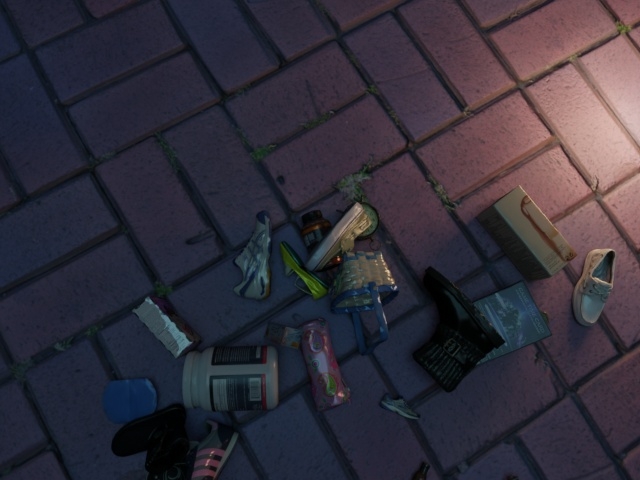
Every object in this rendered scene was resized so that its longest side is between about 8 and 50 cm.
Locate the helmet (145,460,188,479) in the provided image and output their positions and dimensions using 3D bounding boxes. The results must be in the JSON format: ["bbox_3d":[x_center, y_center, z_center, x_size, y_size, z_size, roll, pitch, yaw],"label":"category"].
[{"bbox_3d":[-0.442,0.739,1.394,0.169,0.169,0.161,-2,67,-4],"label":"helmet"}]

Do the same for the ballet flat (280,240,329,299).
[{"bbox_3d":[-0.072,0.106,1.582,0.077,0.077,0.231,-45,86,7],"label":"ballet flat"}]

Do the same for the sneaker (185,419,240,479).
[{"bbox_3d":[-0.353,0.655,1.366,0.131,0.319,0.112,31,117,3],"label":"sneaker"}]

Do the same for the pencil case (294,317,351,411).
[{"bbox_3d":[0.005,0.390,1.502,0.124,0.124,0.284,-17,80,-6],"label":"pencil case"}]

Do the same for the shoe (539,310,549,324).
[{"bbox_3d":[0.648,0.289,1.592,0.219,0.058,0.076,-18,85,9],"label":"shoe"}]

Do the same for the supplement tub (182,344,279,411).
[{"bbox_3d":[-0.264,0.418,1.448,0.272,0.191,0.191,-1,79,-3],"label":"supplement tub"}]

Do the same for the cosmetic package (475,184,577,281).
[{"bbox_3d":[0.689,-0.019,1.608,0.129,0.153,0.296,-37,85,-11],"label":"cosmetic package"}]

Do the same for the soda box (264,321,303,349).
[{"bbox_3d":[-0.117,0.293,1.481,0.063,0.183,0.058,20,79,-21],"label":"soda box"}]

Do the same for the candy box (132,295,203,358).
[{"bbox_3d":[-0.468,0.267,1.478,0.196,0.165,0.070,45,81,5],"label":"candy box"}]

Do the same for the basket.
[{"bbox_3d":[0.135,0.197,1.490,0.201,0.255,0.289,-8,65,-16],"label":"basket"}]

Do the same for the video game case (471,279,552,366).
[{"bbox_3d":[0.579,0.275,1.561,0.274,0.026,0.196,-26,77,9],"label":"video game case"}]

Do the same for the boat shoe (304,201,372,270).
[{"bbox_3d":[0.066,-0.003,1.496,0.094,0.109,0.302,43,60,-4],"label":"boat shoe"}]

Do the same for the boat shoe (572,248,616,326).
[{"bbox_3d":[0.936,0.154,1.615,0.098,0.096,0.277,18,79,0],"label":"boat shoe"}]

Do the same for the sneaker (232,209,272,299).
[{"bbox_3d":[-0.223,0.043,1.563,0.131,0.112,0.296,3,78,-2],"label":"sneaker"}]

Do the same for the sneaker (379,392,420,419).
[{"bbox_3d":[0.261,0.532,1.529,0.135,0.052,0.058,23,75,1],"label":"sneaker"}]

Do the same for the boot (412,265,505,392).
[{"bbox_3d":[0.384,0.282,1.531,0.260,0.131,0.348,-41,75,6],"label":"boot"}]

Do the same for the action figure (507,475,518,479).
[{"bbox_3d":[0.610,0.920,1.417,0.330,0.178,0.341,-30,80,1],"label":"action figure"}]

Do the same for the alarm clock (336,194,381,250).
[{"bbox_3d":[0.146,-0.048,1.625,0.129,0.064,0.192,-30,80,-8],"label":"alarm clock"}]

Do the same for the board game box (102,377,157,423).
[{"bbox_3d":[-0.594,0.500,1.495,0.168,0.033,0.133,-4,87,-2],"label":"board game box"}]

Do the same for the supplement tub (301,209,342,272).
[{"bbox_3d":[0.000,0.000,1.586,0.106,0.106,0.198,-18,81,-6],"label":"supplement tub"}]

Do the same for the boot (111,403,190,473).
[{"bbox_3d":[-0.501,0.598,1.387,0.246,0.207,0.094,-26,108,-10],"label":"boot"}]

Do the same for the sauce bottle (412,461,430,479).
[{"bbox_3d":[0.307,0.760,1.492,0.042,0.042,0.128,28,81,2],"label":"sauce bottle"}]
